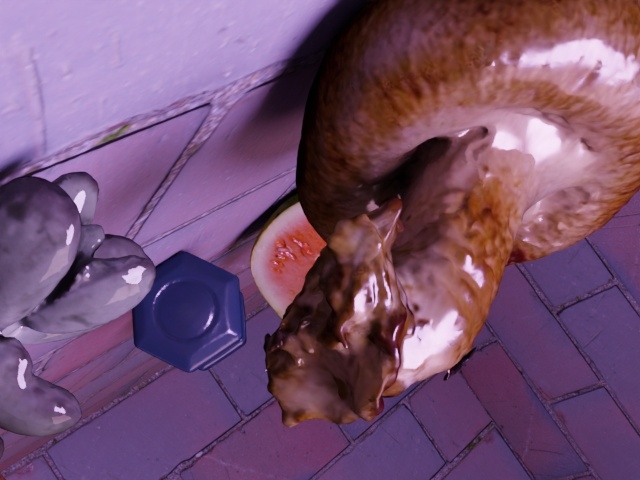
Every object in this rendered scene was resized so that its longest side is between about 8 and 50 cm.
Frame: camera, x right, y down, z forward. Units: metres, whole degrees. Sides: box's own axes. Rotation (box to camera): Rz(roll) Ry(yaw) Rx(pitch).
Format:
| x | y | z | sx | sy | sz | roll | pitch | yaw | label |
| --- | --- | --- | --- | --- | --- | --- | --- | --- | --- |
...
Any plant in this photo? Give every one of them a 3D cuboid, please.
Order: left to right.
| x | y | z | sx | sy | sz | roll | pitch | yaw | label |
| --- | --- | --- | --- | --- | --- | --- | --- | --- | --- |
| -0.220 | 0.072 | 0.445 | 0.274 | 0.149 | 0.146 | -37 | 176 | -3 | plant |

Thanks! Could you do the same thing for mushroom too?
| x | y | z | sx | sy | sz | roll | pitch | yaw | label |
| --- | --- | --- | --- | --- | --- | --- | --- | --- | --- |
| 0.130 | -0.058 | 0.620 | 0.334 | 0.356 | 0.331 | 7 | 127 | -17 | mushroom |

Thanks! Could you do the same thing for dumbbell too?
| x | y | z | sx | sy | sz | roll | pitch | yaw | label |
| --- | --- | --- | --- | --- | --- | --- | --- | --- | --- |
| -0.183 | 0.112 | 1.160 | 0.325 | 0.160 | 0.144 | 113 | 2 | -81 | dumbbell |

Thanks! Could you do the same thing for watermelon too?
| x | y | z | sx | sy | sz | roll | pitch | yaw | label |
| --- | --- | --- | --- | --- | --- | --- | --- | --- | --- |
| -0.004 | -0.021 | 1.226 | 0.303 | 0.159 | 0.128 | -40 | -157 | 29 | watermelon |

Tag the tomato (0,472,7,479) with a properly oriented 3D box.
| x | y | z | sx | sy | sz | roll | pitch | yaw | label |
| --- | --- | --- | --- | --- | --- | --- | --- | --- | --- |
| -0.467 | 0.281 | 0.881 | 0.200 | 0.139 | 0.233 | -27 | 173 | -37 | tomato |
